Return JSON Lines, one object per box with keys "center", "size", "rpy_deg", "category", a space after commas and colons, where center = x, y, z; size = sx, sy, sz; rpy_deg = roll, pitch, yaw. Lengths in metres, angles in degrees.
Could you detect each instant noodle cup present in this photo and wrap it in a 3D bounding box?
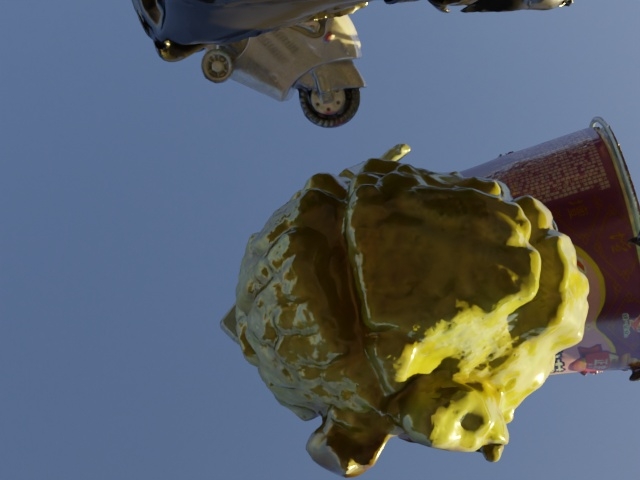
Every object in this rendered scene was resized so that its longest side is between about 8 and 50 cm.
{"center": [0.251, 0.037, 1.284], "size": [0.266, 0.340, 0.340], "rpy_deg": [-12, -113, 6], "category": "instant noodle cup"}

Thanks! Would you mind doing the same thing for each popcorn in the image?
{"center": [0.067, 0.055, 0.805], "size": [0.258, 0.224, 0.270], "rpy_deg": [40, -111, 20], "category": "popcorn"}

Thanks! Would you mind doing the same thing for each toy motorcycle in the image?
{"center": [-0.052, -0.248, 1.189], "size": [0.260, 0.110, 0.171], "rpy_deg": [28, -77, 3], "category": "toy motorcycle"}

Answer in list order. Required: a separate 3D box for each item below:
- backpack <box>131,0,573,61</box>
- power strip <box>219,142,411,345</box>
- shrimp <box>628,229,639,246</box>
{"center": [0.024, -0.319, 0.827], "size": [0.445, 0.255, 0.363], "rpy_deg": [-12, -121, 17], "category": "backpack"}
{"center": [0.000, 0.000, 1.113], "size": [0.053, 0.288, 0.093], "rpy_deg": [42, -161, 7], "category": "power strip"}
{"center": [0.414, 0.013, 0.918], "size": [0.262, 0.051, 0.198], "rpy_deg": [21, -137, 13], "category": "shrimp"}
